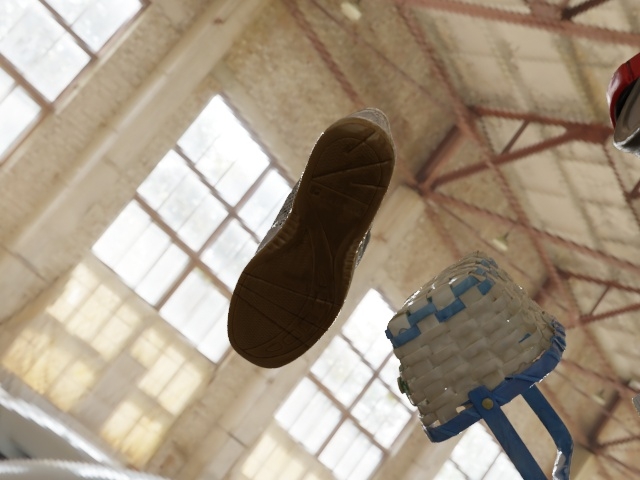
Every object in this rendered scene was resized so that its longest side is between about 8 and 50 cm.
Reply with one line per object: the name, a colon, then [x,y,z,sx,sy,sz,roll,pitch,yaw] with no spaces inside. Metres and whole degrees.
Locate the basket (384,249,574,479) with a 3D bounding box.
basket: [0.215,0.169,1.275,0.289,0.201,0.255,52,15,3]

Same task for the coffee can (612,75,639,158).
coffee can: [0.438,-0.099,0.947,0.275,0.202,0.201,32,-14,1]

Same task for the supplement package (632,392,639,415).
supplement package: [0.599,0.254,1.635,0.105,0.179,0.105,45,16,-18]

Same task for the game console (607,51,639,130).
game console: [0.576,-0.135,1.255,0.386,0.060,0.342,42,-52,-17]

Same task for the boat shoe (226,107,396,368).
boat shoe: [0.000,0.000,0.987,0.098,0.277,0.096,30,27,0]
